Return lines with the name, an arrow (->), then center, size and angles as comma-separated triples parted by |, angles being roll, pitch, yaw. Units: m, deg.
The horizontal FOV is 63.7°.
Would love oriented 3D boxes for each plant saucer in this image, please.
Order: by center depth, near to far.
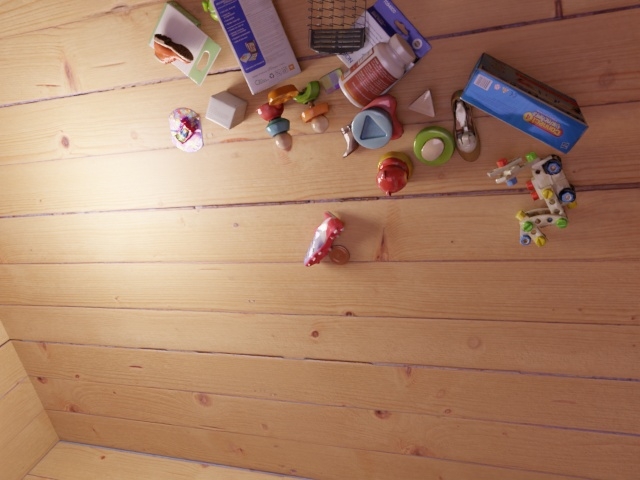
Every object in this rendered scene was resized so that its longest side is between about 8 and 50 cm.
plant saucer -> 0.071, 0.058, 1.973 | 0.084, 0.013, 0.083 | 8, 119, 15

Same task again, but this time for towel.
towel -> 0.041, -0.522, 1.690 | 0.083, 0.009, 0.060 | -23, 105, 27

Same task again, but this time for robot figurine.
robot figurine -> -0.329, -0.767, 1.667 | 0.101, 0.067, 0.115 | -7, 115, -3

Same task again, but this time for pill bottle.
pill bottle -> 0.169, -0.505, 1.532 | 0.216, 0.121, 0.121 | -34, 100, 31

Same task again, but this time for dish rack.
dish rack -> 0.042, -0.696, 1.532 | 0.208, 0.074, 0.271 | 10, 107, 26

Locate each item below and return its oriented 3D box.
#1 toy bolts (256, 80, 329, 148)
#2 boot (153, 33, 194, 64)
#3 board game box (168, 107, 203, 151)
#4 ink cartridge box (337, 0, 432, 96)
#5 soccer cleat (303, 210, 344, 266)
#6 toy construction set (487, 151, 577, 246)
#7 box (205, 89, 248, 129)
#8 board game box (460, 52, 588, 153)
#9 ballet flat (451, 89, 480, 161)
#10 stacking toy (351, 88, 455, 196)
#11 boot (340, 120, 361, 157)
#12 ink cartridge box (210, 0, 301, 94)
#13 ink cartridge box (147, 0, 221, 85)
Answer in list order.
toy bolts -> -0.101, -0.399, 1.694 | 0.229, 0.218, 0.158 | -20, 94, 35
boot -> -0.499, -0.627, 1.749 | 0.158, 0.059, 0.084 | 32, 127, 11
board game box -> -0.514, -0.410, 1.937 | 0.133, 0.033, 0.168 | 7, 117, 16
ink cartridge box -> 0.185, -0.589, 1.583 | 0.223, 0.045, 0.224 | 45, 122, -6
soccer cleat -> 0.000, 0.000, 1.943 | 0.095, 0.083, 0.248 | 54, 131, 23
toy construction set -> 0.657, -0.143, 1.589 | 0.215, 0.151, 0.327 | -25, 116, 29
box -> -0.328, -0.458, 1.804 | 0.101, 0.102, 0.087 | 28, 124, 6
board game box -> 0.548, -0.384, 1.404 | 0.308, 0.302, 0.086 | 30, 122, 4
ballet flat -> 0.442, -0.345, 1.597 | 0.080, 0.073, 0.232 | -9, 112, 24
stacking toy -> 0.256, -0.304, 1.621 | 0.280, 0.130, 0.308 | -14, 117, 32
boot -> 0.097, -0.345, 1.747 | 0.118, 0.042, 0.087 | -35, 94, 30
ink cartridge box -> -0.214, -0.673, 1.639 | 0.176, 0.069, 0.370 | -23, 109, 3
ink cartridge box -> -0.459, -0.674, 1.770 | 0.235, 0.056, 0.171 | 38, 123, -5
